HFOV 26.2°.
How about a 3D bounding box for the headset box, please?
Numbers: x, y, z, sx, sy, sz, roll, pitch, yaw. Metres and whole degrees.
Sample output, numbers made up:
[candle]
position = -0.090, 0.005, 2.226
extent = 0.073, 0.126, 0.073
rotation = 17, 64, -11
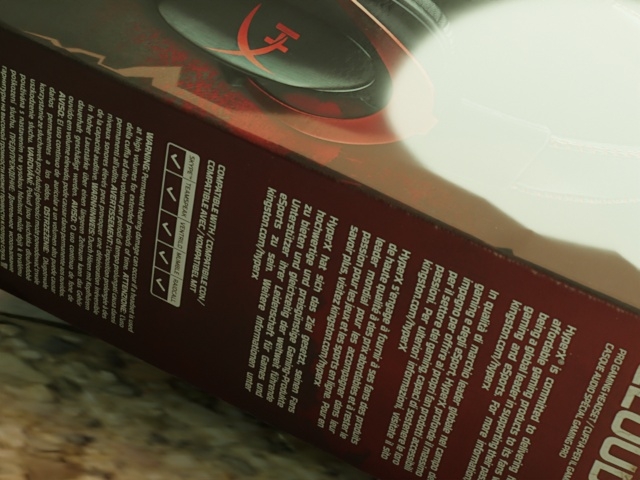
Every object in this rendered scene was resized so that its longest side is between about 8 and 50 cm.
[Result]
[headset box]
position = 0.049, -0.034, 0.460
extent = 0.293, 0.110, 0.218
rotation = 25, 44, 14
